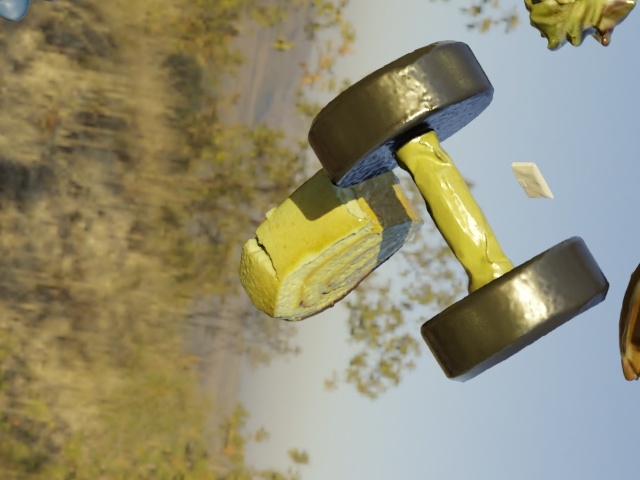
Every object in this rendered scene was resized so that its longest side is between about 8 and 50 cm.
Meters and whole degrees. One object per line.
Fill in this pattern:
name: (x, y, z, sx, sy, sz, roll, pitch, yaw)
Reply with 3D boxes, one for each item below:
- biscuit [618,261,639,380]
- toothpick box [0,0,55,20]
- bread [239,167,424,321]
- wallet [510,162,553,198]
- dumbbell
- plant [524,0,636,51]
biscuit: (0.586, 0.083, 1.598, 0.115, 0.366, 0.268, -105, -161, -71)
toothpick box: (-0.352, -0.329, 1.182, 0.263, 0.354, 0.263, 51, -27, 40)
bread: (0.000, 0.000, 1.558, 0.124, 0.257, 0.186, 55, 13, 22)
wallet: (0.324, -0.090, 1.834, 0.083, 0.044, 0.011, 51, 55, -43)
dumbbell: (0.147, -0.031, 1.288, 0.322, 0.204, 0.204, 60, -7, 8)
plant: (0.445, -0.371, 1.922, 0.251, 0.180, 0.333, -64, 153, -6)
